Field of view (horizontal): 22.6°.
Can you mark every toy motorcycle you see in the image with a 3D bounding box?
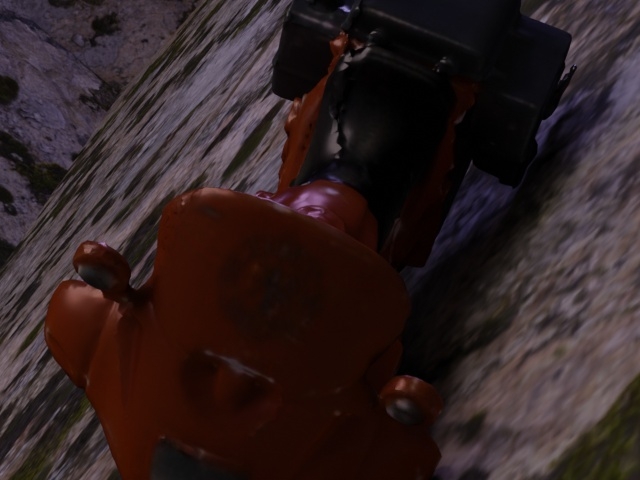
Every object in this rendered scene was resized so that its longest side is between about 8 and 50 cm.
[{"bbox_3d":[0.000,0.000,0.633,0.221,0.148,0.325,106,-172,-60],"label":"toy motorcycle"}]
